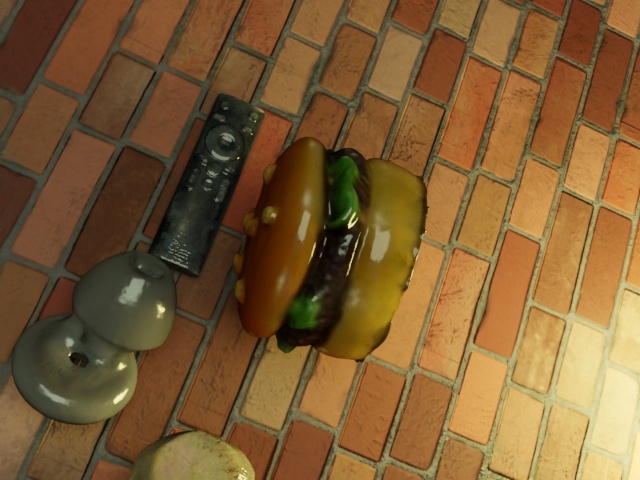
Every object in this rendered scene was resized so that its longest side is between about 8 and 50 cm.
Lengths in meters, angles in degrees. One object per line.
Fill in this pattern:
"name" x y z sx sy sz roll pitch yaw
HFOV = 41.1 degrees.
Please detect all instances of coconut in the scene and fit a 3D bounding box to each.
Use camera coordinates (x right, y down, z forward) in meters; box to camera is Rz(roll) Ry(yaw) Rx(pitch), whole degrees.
"coconut" -0.219 0.438 1.413 0.241 0.241 0.241 5 72 -15

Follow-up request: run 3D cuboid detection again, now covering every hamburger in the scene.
"hamburger" 0.000 0.000 1.522 0.278 0.396 0.395 16 69 -11

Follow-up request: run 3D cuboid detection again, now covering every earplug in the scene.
"earplug" -0.378 0.162 1.468 0.214 0.175 0.325 36 67 -1

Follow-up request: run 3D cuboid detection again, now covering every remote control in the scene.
"remote control" -0.219 -0.115 1.676 0.107 0.044 0.377 25 68 -11
